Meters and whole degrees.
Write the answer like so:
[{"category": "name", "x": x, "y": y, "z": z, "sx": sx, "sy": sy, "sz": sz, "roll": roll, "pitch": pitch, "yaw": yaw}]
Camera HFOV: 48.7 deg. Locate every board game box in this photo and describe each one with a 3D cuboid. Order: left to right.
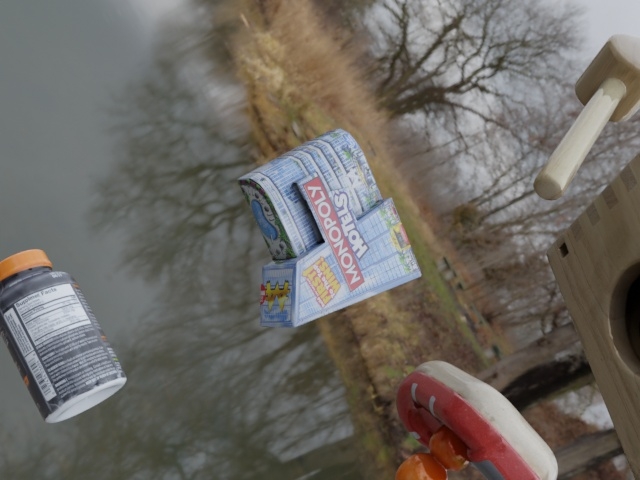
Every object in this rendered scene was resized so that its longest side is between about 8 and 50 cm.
[{"category": "board game box", "x": 0.000, "y": 0.000, "z": 0.755, "sx": 0.194, "sy": 0.060, "sz": 0.194, "roll": -35, "pitch": 108, "yaw": -38}]

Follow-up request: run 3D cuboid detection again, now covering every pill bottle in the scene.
[{"category": "pill bottle", "x": -0.403, "y": 0.136, "z": 1.060, "sx": 0.245, "sy": 0.131, "sz": 0.130, "roll": 59, "pitch": 8, "yaw": 11}]

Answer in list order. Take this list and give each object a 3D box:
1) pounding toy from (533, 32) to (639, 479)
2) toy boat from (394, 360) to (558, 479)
[{"category": "pounding toy", "x": 0.161, "y": 0.006, "z": 0.333, "sx": 0.094, "sy": 0.181, "sz": 0.205, "roll": 115, "pitch": -30, "yaw": -52}, {"category": "toy boat", "x": 0.145, "y": 0.238, "z": 0.801, "sx": 0.151, "sy": 0.151, "sz": 0.231, "roll": 49, "pitch": -8, "yaw": -9}]
